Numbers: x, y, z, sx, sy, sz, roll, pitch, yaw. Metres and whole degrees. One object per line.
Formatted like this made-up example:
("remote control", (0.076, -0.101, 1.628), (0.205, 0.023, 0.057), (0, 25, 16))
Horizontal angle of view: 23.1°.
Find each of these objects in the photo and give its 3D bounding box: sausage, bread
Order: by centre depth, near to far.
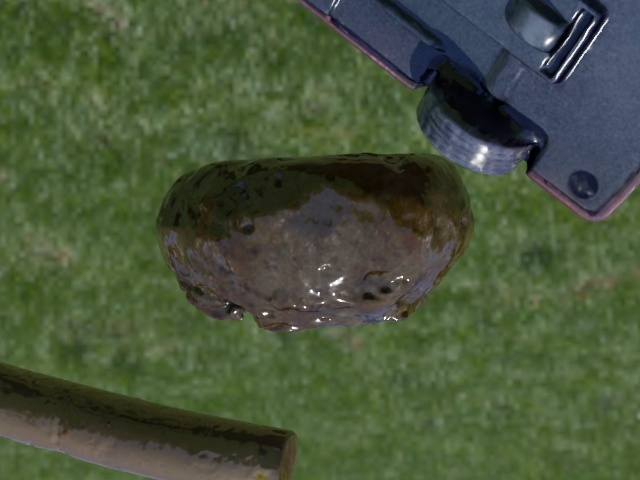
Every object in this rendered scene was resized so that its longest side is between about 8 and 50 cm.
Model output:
("bread", (0.000, 0.000, 1.128), (0.230, 0.123, 0.230), (-5, 180, 0))
("sausage", (-0.163, 0.146, 1.230), (0.301, 0.065, 0.066), (10, 167, 16))

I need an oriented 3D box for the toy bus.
("toy bus", (0.084, -0.230, 0.965), (0.233, 0.427, 0.203), (-37, 164, -50))
